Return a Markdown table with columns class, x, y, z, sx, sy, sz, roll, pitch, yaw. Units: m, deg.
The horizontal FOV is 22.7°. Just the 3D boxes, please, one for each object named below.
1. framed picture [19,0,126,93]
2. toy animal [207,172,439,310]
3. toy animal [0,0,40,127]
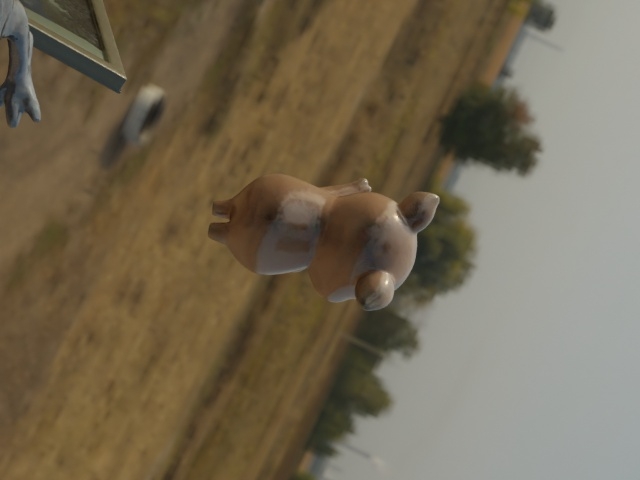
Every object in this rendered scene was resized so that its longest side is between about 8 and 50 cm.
| class | x | y | z | sx | sy | sz | roll | pitch | yaw |
| --- | --- | --- | --- | --- | --- | --- | --- | --- | --- |
| framed picture | -0.254 | -0.224 | 1.226 | 0.019 | 0.209 | 0.281 | -51 | -148 | 17 |
| toy animal | -0.001 | -0.001 | 1.060 | 0.089 | 0.150 | 0.083 | -35 | 133 | -81 |
| toy animal | -0.223 | -0.154 | 0.987 | 0.206 | 0.081 | 0.367 | 73 | 33 | -61 |
